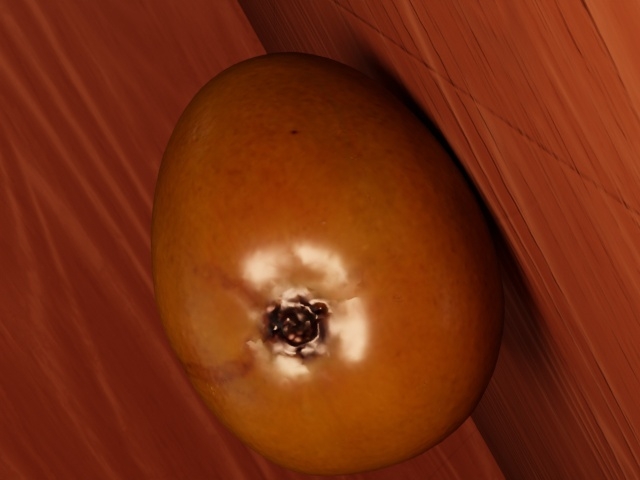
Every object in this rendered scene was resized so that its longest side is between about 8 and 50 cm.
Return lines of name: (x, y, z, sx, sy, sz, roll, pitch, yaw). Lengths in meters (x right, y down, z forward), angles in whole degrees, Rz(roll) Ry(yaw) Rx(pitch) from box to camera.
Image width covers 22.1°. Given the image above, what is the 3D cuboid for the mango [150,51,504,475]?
mango: (0.000, 0.000, 1.133, 0.264, 0.221, 0.378, 56, -170, -23)
